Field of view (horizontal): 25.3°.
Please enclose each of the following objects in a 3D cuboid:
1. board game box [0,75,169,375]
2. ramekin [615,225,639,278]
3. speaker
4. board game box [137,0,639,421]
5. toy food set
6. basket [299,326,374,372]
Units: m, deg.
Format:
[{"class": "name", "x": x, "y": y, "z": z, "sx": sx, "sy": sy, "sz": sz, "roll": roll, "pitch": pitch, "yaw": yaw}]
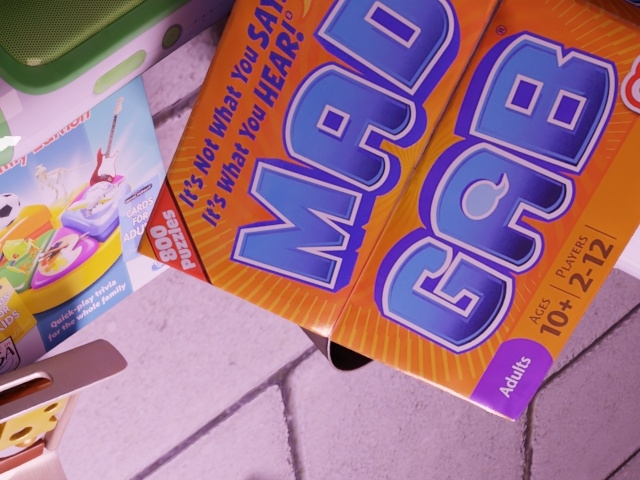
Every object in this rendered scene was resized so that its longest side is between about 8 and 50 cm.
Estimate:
[{"class": "board game box", "x": -0.270, "y": -0.047, "z": 1.318, "sx": 0.254, "sy": 0.079, "sz": 0.336, "roll": -37, "pitch": 143, "yaw": -24}, {"class": "ramekin", "x": 0.486, "y": -0.059, "z": 1.876, "sx": 0.277, "sy": 0.135, "sz": 0.277, "roll": -33, "pitch": 142, "yaw": -30}, {"class": "speaker", "x": -0.189, "y": -0.178, "z": 1.140, "sx": 0.296, "sy": 0.131, "sz": 0.131, "roll": -40, "pitch": 145, "yaw": -29}, {"class": "board game box", "x": 0.101, "y": -0.136, "z": 1.254, "sx": 0.356, "sy": 0.356, "sz": 0.356, "roll": -71, "pitch": -174, "yaw": -61}, {"class": "toy food set", "x": -0.318, "y": 0.224, "z": 1.407, "sx": 0.220, "sy": 0.092, "sz": 0.306, "roll": -21, "pitch": 158, "yaw": -33}, {"class": "basket", "x": 0.000, "y": 0.000, "z": 1.555, "sx": 0.204, "sy": 0.227, "sz": 0.154, "roll": -56, "pitch": 146, "yaw": 2}]
